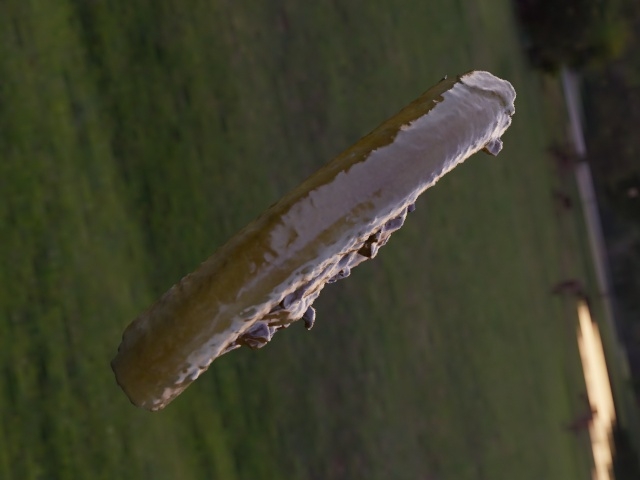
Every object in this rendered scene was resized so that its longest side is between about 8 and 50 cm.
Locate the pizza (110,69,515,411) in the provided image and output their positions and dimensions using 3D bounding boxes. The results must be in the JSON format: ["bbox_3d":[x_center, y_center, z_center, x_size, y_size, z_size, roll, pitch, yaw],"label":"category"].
[{"bbox_3d":[-0.002,0.000,1.030,0.056,0.271,0.134,47,-28,11],"label":"pizza"}]
